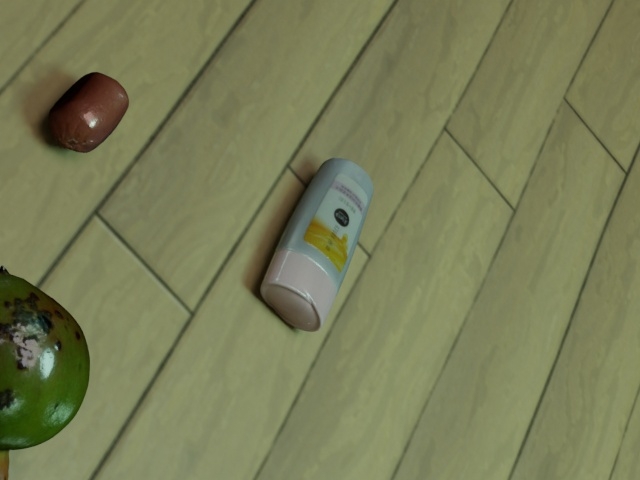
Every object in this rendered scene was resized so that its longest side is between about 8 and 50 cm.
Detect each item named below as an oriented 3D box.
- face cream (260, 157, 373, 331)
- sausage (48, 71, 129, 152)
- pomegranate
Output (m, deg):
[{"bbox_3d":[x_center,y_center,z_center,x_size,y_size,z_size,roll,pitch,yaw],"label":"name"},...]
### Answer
[{"bbox_3d":[0.000,0.000,1.696,0.084,0.057,0.198,42,45,-22],"label":"face cream"},{"bbox_3d":[-0.219,-0.121,1.531,0.054,0.059,0.094,54,40,-21],"label":"sausage"},{"bbox_3d":[-0.271,0.122,1.301,0.159,0.159,0.205,5,92,-44],"label":"pomegranate"}]
